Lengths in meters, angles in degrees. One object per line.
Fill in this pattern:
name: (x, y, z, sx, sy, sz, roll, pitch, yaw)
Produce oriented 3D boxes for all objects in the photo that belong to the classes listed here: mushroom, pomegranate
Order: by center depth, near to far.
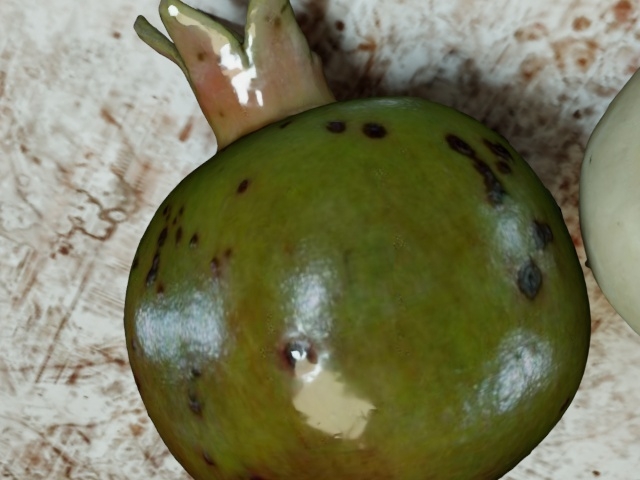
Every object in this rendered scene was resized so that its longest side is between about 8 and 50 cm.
mushroom: (0.253, -0.014, 0.883, 0.207, 0.207, 0.215, -1, 164, 14)
pomegranate: (0.019, 0.006, 0.914, 0.290, 0.323, 0.291, -6, 163, -2)
